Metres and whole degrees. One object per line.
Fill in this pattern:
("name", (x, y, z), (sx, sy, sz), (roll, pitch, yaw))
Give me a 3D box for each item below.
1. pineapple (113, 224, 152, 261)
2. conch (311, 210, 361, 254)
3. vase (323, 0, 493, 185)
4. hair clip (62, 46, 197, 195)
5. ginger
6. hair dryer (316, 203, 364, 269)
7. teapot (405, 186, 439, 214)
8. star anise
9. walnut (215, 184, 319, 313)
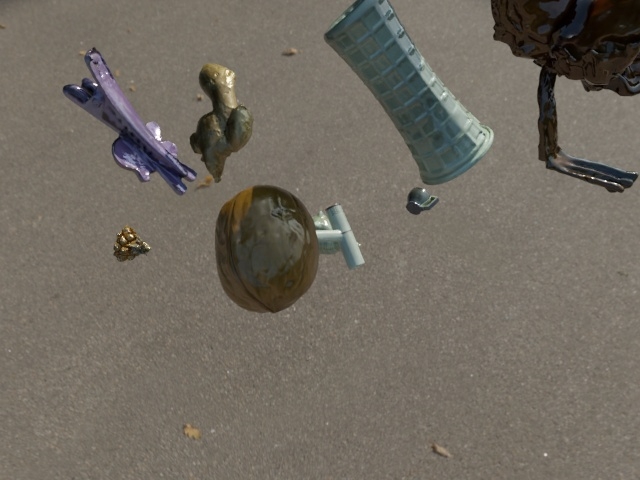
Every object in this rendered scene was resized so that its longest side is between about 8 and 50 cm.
("pineapple", (-0.569, 0.021, 1.436), (0.113, 0.077, 0.115), (14, 77, 9))
("conch", (-0.003, -0.014, 1.547), (0.234, 0.137, 0.114), (47, 20, 25))
("vase", (0.139, -0.244, 0.749), (0.299, 0.143, 0.143), (47, 50, -22))
("hair clip", (-0.340, -0.202, 0.846), (0.090, 0.279, 0.137), (-18, 33, 23))
("ginger", (-0.192, -0.224, 0.845), (0.058, 0.133, 0.214), (9, 51, -58))
("hair dryer", (0.002, 0.008, 1.048), (0.183, 0.044, 0.155), (-18, 80, -36))
("teapot", (0.264, -0.099, 1.228), (0.087, 0.066, 0.057), (5, 46, 41))
("star anise", (0.307, -0.196, 0.538), (0.148, 0.346, 0.237), (-36, 30, 2))
("walnut", (-0.085, 0.014, 0.739), (0.167, 0.167, 0.207), (-5, 71, -10))
